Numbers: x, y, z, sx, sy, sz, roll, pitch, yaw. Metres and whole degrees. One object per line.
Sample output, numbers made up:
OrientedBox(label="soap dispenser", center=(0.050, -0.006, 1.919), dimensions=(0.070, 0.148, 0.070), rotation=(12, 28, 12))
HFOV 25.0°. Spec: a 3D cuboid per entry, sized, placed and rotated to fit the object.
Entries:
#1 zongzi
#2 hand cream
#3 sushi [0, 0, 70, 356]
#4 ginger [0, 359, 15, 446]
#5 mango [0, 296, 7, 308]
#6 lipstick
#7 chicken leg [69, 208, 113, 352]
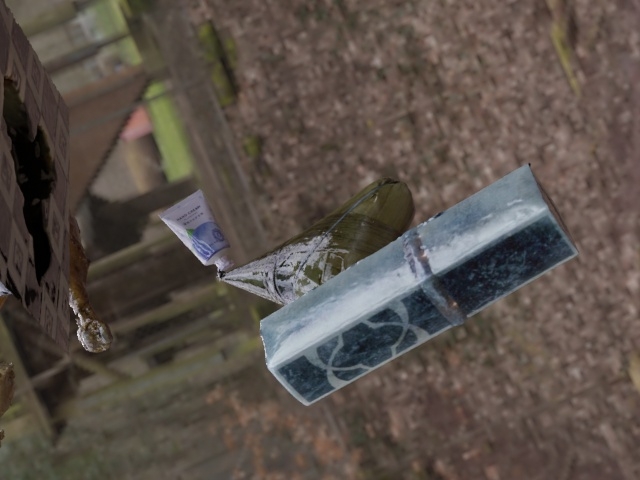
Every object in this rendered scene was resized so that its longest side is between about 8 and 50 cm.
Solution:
OrientedBox(label="zongzi", center=(0.000, 0.000, 2.015), dimensions=(0.242, 0.221, 0.112), rotation=(16, 156, 35))
OrientedBox(label="hand cream", center=(-0.193, -0.009, 2.378), dimensions=(0.142, 0.084, 0.053), rotation=(55, 162, 9))
OrientedBox(label="sushi", center=(-0.343, -0.064, 1.557), dimensions=(0.339, 0.069, 0.320), rotation=(76, -171, -70))
OrientedBox(label="ginger", center=(-0.442, 0.238, 1.788), dimensions=(0.080, 0.104, 0.204), rotation=(38, -114, -86))
OrientedBox(label="mango", center=(-0.400, 0.031, 1.729), dimensions=(0.190, 0.075, 0.098), rotation=(-61, 24, 28))
OrientedBox(label="lipstick", center=(0.081, 0.044, 1.276), dimensions=(0.077, 0.290, 0.076), rotation=(48, -162, -38))
OrientedBox(label="chicken leg", center=(-0.396, 0.061, 2.287), dimensions=(0.107, 0.087, 0.251), rotation=(126, 121, -86))
